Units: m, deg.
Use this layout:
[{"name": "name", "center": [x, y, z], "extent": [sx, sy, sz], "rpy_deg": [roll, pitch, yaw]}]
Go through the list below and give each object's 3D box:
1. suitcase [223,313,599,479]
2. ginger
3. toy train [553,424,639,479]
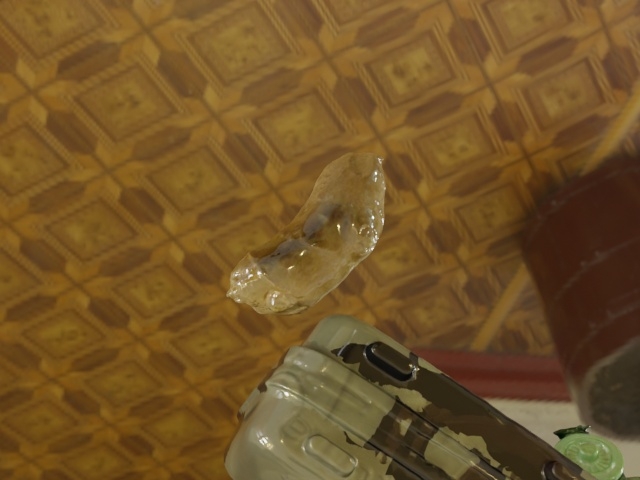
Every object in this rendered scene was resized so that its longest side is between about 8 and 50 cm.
[{"name": "suitcase", "center": [0.074, 0.249, 1.100], "extent": [0.351, 0.194, 0.339], "rpy_deg": [35, 160, 0]}, {"name": "ginger", "center": [-0.001, -0.002, 1.008], "extent": [0.190, 0.095, 0.069], "rpy_deg": [-44, 158, -8]}, {"name": "toy train", "center": [0.274, 0.340, 1.327], "extent": [0.271, 0.188, 0.159], "rpy_deg": [-6, 123, -10]}]
